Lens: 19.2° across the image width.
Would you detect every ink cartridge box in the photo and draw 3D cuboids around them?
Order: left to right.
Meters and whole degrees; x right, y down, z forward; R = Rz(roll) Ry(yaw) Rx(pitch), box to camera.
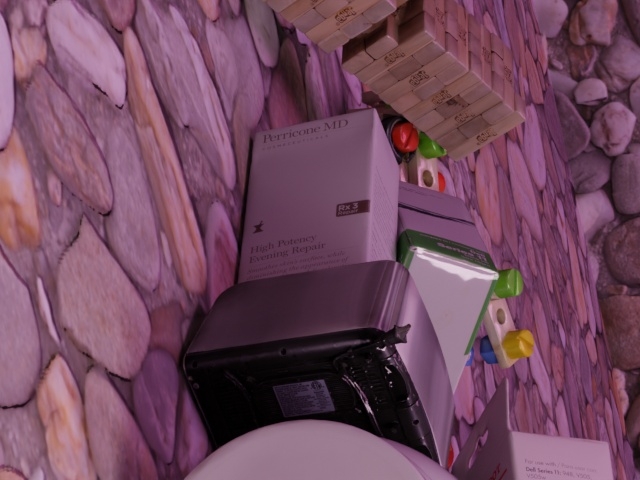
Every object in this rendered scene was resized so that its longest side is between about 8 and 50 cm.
[{"bbox_3d":[0.082,0.048,1.704,0.208,0.087,0.153,-103,-150,-70],"label":"ink cartridge box"},{"bbox_3d":[0.227,0.342,1.980,0.207,0.119,0.353,112,-18,-48],"label":"ink cartridge box"}]

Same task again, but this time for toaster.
[{"bbox_3d":[0.011,0.114,1.415,0.110,0.186,0.168,-72,147,-53],"label":"toaster"}]

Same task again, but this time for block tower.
[{"bbox_3d":[0.052,-0.213,1.771,0.335,0.091,0.097,38,37,-30],"label":"block tower"}]

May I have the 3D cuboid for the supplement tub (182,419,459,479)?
[{"bbox_3d":[0.033,0.269,1.274,0.325,0.235,0.235,54,29,-58],"label":"supplement tub"}]

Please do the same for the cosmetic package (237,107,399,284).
[{"bbox_3d":[0.000,0.000,1.590,0.231,0.117,0.085,-88,161,-44],"label":"cosmetic package"}]

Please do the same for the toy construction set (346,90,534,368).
[{"bbox_3d":[0.103,-0.028,1.920,0.215,0.151,0.327,6,63,-49],"label":"toy construction set"}]

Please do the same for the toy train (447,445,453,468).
[{"bbox_3d":[0.039,0.177,1.669,0.143,0.105,0.248,37,36,-43],"label":"toy train"}]
